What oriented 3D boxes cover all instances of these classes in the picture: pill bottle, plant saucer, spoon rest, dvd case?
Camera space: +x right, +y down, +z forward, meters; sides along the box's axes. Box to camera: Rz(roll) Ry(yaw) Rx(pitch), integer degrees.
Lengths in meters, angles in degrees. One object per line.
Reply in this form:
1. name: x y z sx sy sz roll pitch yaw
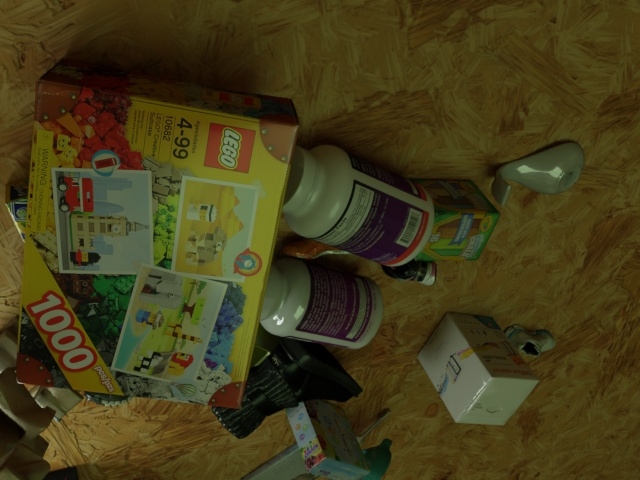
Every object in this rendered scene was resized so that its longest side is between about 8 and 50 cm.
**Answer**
1. pill bottle: 0.055 -0.071 1.459 0.323 0.181 0.181 20 117 -35
2. pill bottle: -0.028 0.128 1.596 0.302 0.169 0.169 16 119 -35
3. plant saucer: -0.201 0.260 1.711 0.188 0.045 0.188 -45 132 15
4. spoon rest: 0.483 -0.148 1.681 0.276 0.084 0.137 -15 135 -31
5. dvd case: -0.072 0.639 2.107 0.253 0.022 0.180 -35 134 5

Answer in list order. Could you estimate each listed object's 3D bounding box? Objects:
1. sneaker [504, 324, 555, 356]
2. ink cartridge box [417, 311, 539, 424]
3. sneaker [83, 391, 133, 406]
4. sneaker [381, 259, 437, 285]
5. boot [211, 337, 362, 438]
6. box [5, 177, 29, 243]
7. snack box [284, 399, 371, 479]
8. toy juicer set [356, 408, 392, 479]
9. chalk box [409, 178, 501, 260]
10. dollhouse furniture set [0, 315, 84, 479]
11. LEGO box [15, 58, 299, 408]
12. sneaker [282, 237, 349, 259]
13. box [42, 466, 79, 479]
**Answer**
1. sneaker: 0.589 0.293 2.085 0.191 0.083 0.071 12 120 -34
2. ink cartridge box: 0.396 0.326 1.916 0.171 0.232 0.168 10 123 -32
3. sneaker: -0.393 0.284 1.605 0.234 0.078 0.106 1 119 -49
4. sneaker: 0.176 0.051 1.641 0.077 0.178 0.071 15 84 -26
5. boot: -0.075 0.357 1.758 0.260 0.131 0.348 -46 139 4
6. box: -0.496 -0.024 1.324 0.054 0.059 0.168 -16 132 -9
7. snack box: 0.016 0.499 1.902 0.174 0.207 0.070 31 112 -38
8. toy juicer set: 0.111 0.624 2.016 0.089 0.329 0.209 42 121 -10
9. chalk box: 0.287 -0.043 1.624 0.213 0.132 0.132 0 127 -24
10. dollhouse furniture set: -0.666 0.289 1.321 0.256 0.362 0.394 -39 107 10
11. LEGO box: -0.267 -0.004 1.225 0.373 0.193 0.500 8 112 -10
12. sneaker: 0.000 0.000 1.589 0.175 0.064 0.067 -10 110 -24
13. box: -0.617 0.679 1.713 0.165 0.270 0.143 -8 130 -19
